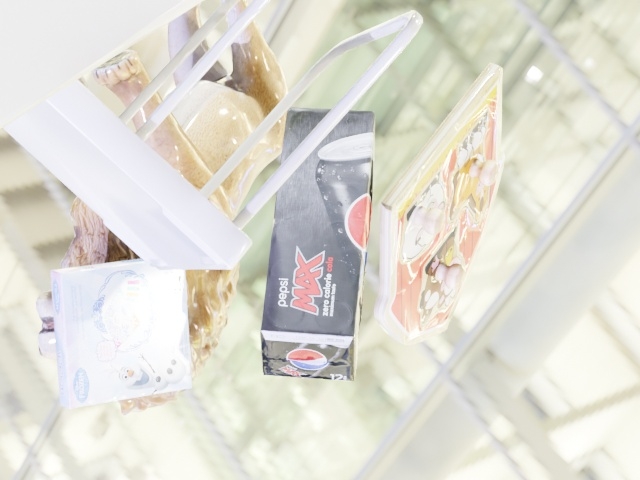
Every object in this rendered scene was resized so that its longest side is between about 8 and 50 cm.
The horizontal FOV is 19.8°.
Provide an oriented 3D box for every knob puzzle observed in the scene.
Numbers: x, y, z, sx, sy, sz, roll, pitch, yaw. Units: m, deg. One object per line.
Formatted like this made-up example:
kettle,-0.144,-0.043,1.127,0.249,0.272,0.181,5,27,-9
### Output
knob puzzle,0.096,-0.003,1.331,0.030,0.213,0.213,20,-144,22

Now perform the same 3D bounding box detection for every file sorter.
file sorter,-0.115,-0.139,0.966,0.277,0.193,0.173,43,-102,-11

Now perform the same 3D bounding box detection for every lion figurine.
lion figurine,-0.093,-0.071,1.359,0.392,0.142,0.240,-53,-53,-44

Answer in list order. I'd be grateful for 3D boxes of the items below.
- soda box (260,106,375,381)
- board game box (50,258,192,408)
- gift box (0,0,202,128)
soda box,0.000,0.000,1.116,0.060,0.053,0.169,3,-124,3
board game box,-0.130,0.059,1.202,0.090,0.020,0.090,-7,-81,-32
gift box,-0.112,-0.126,0.422,0.258,0.276,0.255,-35,-70,-13
